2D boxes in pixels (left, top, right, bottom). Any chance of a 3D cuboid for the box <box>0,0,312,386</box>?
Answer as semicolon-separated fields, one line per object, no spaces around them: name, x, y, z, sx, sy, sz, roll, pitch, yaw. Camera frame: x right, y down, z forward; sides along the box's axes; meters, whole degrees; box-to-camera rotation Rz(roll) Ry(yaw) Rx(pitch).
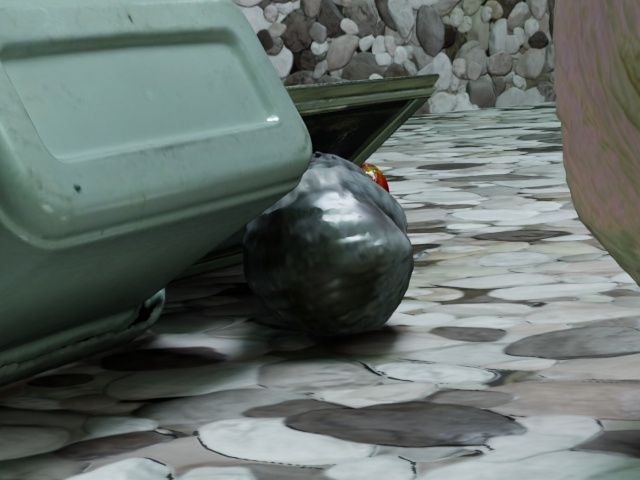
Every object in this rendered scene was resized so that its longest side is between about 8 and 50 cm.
box;-0.148;-0.035;0.822;0.182;0.175;0.312;-31;-7;29

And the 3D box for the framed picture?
framed picture;-0.050;-0.034;1.123;0.232;0.019;0.296;-45;-15;29

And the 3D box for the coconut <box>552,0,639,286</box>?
coconut;0.291;-0.075;0.622;0.405;0.404;0.404;-3;8;0

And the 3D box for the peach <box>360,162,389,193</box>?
peach;0.037;-0.039;1.487;0.050;0.077;0.083;-12;-32;-29

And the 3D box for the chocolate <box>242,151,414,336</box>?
chocolate;0.000;0.000;0.994;0.110;0.110;0.248;-3;5;-4
